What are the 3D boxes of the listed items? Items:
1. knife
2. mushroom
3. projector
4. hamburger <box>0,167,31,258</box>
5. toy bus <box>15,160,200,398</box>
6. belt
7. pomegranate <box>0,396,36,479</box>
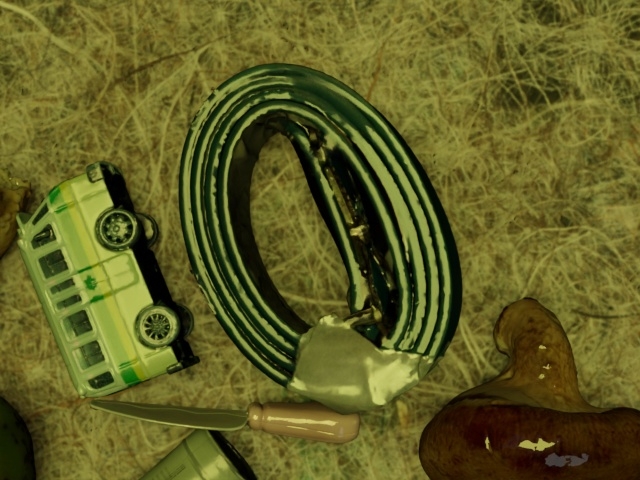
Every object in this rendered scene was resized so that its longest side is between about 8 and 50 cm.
[{"bbox_3d":[-0.114,0.222,1.582,0.336,0.081,0.043,3,102,-12],"label":"knife"},{"bbox_3d":[0.242,0.216,1.521,0.267,0.267,0.254,-31,85,0],"label":"mushroom"},{"bbox_3d":[-0.235,0.373,1.598,0.337,0.108,0.108,-41,85,-1],"label":"projector"},{"bbox_3d":[-0.591,0.029,1.569,0.445,0.268,0.287,0,90,2],"label":"hamburger"},{"bbox_3d":[-0.271,0.054,1.609,0.164,0.133,0.276,-23,86,3],"label":"toy bus"},{"bbox_3d":[0.000,-0.001,1.584,0.300,0.173,0.437,-26,82,9],"label":"belt"},{"bbox_3d":[-0.516,0.284,1.565,0.340,0.285,0.285,17,86,37],"label":"pomegranate"}]
